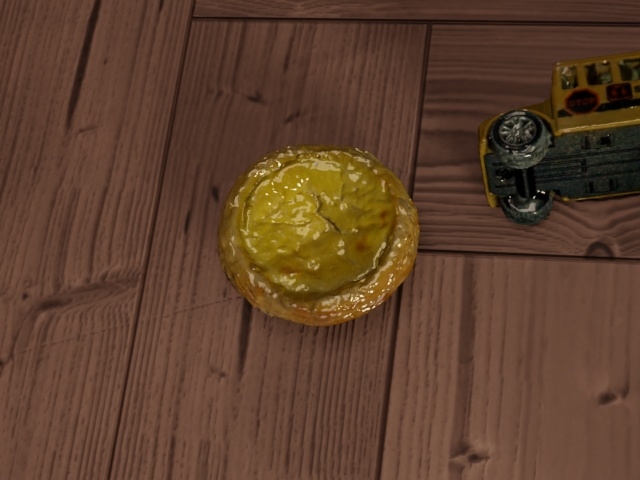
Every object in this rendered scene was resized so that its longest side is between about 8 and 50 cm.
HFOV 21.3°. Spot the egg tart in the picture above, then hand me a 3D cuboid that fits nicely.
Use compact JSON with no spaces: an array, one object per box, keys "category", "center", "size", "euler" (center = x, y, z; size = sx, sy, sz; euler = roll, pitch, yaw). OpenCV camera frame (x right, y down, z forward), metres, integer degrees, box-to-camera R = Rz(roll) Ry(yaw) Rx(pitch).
[{"category":"egg tart","center":[0.000,0.000,1.581],"size":[0.191,0.074,0.191],"euler":[-4,65,9]}]

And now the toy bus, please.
[{"category":"toy bus","center":[0.311,-0.106,1.543],"size":[0.335,0.121,0.123],"euler":[-7,56,8]}]
